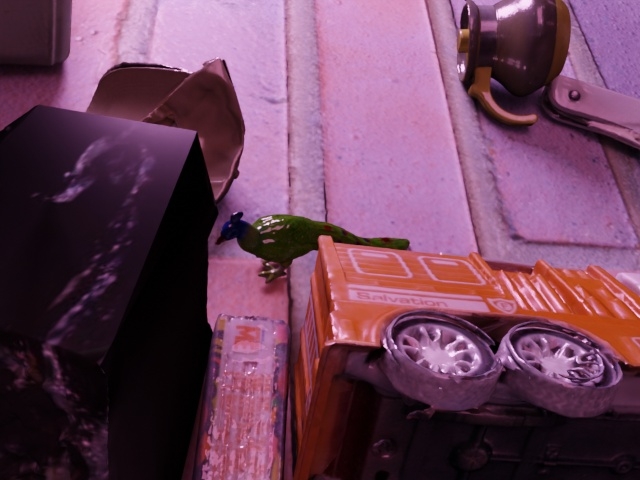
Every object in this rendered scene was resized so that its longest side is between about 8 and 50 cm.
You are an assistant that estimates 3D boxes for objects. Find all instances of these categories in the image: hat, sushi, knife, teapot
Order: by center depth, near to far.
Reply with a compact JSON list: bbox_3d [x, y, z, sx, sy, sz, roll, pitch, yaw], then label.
[{"bbox_3d":[-0.185,0.074,0.387,0.212,0.227,0.215,8,50,1],"label":"sushi"},{"bbox_3d":[-0.157,-0.105,0.617,0.175,0.085,0.147,16,63,26],"label":"hat"},{"bbox_3d":[0.223,-0.218,0.752,0.119,0.130,0.165,1,87,5],"label":"teapot"},{"bbox_3d":[0.397,-0.132,0.772,0.266,0.040,0.073,22,64,2],"label":"knife"}]

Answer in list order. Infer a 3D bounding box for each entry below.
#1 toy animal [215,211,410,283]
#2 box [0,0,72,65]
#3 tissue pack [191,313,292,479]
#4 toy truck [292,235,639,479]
[{"bbox_3d":[-0.012,0.009,0.578,0.217,0.075,0.041,9,53,-43],"label":"toy animal"},{"bbox_3d":[-0.355,-0.316,0.654,0.182,0.175,0.312,0,56,-24],"label":"box"},{"bbox_3d":[-0.054,0.140,0.441,0.060,0.108,0.148,5,57,-6],"label":"tissue pack"},{"bbox_3d":[0.172,0.106,0.468,0.388,0.173,0.207,6,27,-9],"label":"toy truck"}]
